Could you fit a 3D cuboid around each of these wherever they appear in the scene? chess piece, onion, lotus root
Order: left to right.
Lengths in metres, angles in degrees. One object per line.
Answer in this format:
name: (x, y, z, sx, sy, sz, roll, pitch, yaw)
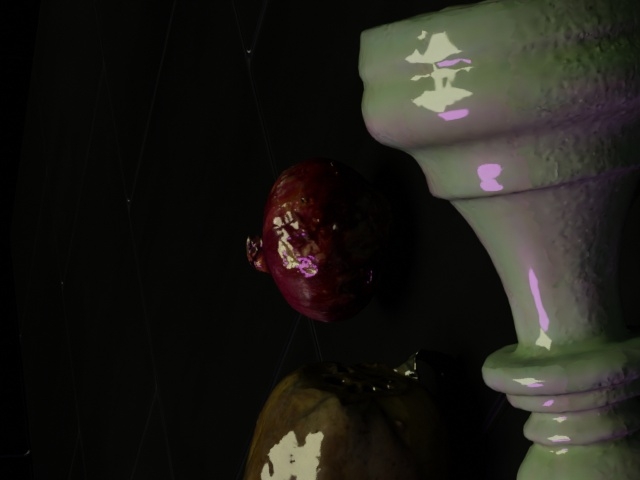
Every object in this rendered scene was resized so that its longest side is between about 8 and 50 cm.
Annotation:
onion: (0.000, 0.000, 0.962, 0.107, 0.097, 0.107, -6, -90, -80)
lotus root: (0.012, 0.177, 0.875, 0.123, 0.124, 0.241, -57, -27, -65)
chess piece: (0.104, 0.033, 0.633, 0.139, 0.139, 0.272, -172, 70, -72)
